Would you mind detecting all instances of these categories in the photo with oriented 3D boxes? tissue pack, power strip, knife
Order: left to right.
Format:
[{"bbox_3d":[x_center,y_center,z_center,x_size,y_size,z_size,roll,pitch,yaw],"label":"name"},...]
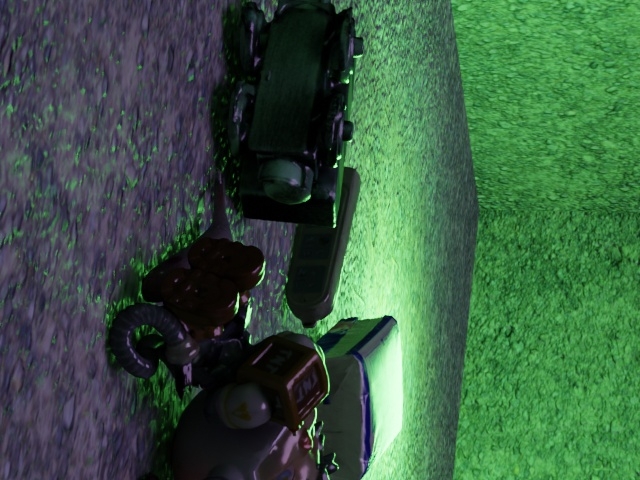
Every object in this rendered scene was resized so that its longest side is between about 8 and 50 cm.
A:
[{"bbox_3d":[-0.135,0.006,1.602,0.278,0.053,0.123,-54,138,-70],"label":"knife"},{"bbox_3d":[0.001,0.002,2.144,0.048,0.080,0.286,65,31,-52],"label":"power strip"},{"bbox_3d":[0.041,0.241,2.231,0.269,0.137,0.209,-36,126,-70],"label":"tissue pack"}]

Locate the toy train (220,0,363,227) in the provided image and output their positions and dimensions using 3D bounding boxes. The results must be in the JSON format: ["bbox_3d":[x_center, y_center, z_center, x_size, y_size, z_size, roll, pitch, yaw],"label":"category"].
[{"bbox_3d":[-0.034,-0.169,1.818,0.238,0.166,0.299,88,10,-66],"label":"toy train"}]

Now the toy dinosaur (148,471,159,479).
[{"bbox_3d":[-0.166,0.337,1.523,0.286,0.070,0.139,78,-4,-50],"label":"toy dinosaur"}]

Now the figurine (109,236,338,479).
[{"bbox_3d":[-0.076,0.178,1.540,0.261,0.186,0.382,-39,140,-34],"label":"figurine"}]
